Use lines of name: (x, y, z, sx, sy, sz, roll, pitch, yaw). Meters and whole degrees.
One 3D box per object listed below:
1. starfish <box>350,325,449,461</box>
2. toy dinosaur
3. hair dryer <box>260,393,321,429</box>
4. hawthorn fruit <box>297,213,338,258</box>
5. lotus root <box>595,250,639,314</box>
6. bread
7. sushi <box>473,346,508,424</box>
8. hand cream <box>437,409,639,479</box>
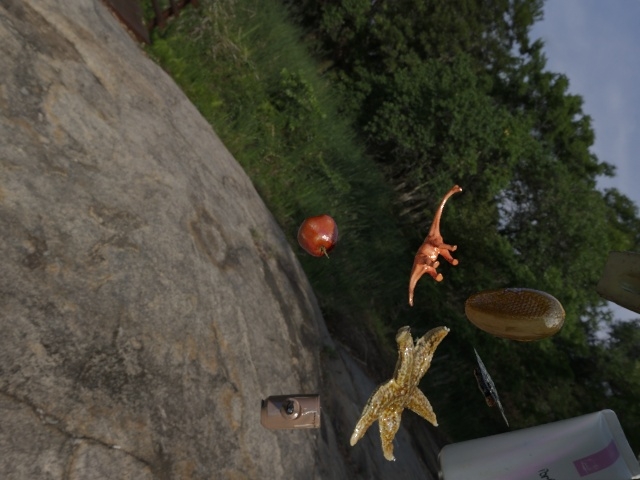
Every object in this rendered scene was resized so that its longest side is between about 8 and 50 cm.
starfish: (0.130, 0.239, 0.663, 0.062, 0.236, 0.277, 22, -35, 38)
toy dinosaur: (0.251, 0.014, 0.915, 0.055, 0.279, 0.101, 30, 2, -42)
hair dryer: (-0.056, 0.305, 0.763, 0.181, 0.117, 0.063, 91, -2, -65)
hawthorn fruit: (-0.008, -0.012, 1.238, 0.125, 0.125, 0.140, 58, 32, -19)
lotus root: (0.878, 0.138, 1.096, 0.210, 0.141, 0.314, 26, 8, -28)
bread: (0.387, 0.149, 0.848, 0.077, 0.189, 0.114, 49, 57, -32)
sushi: (0.435, 0.382, 1.122, 0.139, 0.031, 0.201, 60, 17, -6)
hand cream: (0.419, 0.445, 0.844, 0.185, 0.359, 0.118, 58, 25, -14)
